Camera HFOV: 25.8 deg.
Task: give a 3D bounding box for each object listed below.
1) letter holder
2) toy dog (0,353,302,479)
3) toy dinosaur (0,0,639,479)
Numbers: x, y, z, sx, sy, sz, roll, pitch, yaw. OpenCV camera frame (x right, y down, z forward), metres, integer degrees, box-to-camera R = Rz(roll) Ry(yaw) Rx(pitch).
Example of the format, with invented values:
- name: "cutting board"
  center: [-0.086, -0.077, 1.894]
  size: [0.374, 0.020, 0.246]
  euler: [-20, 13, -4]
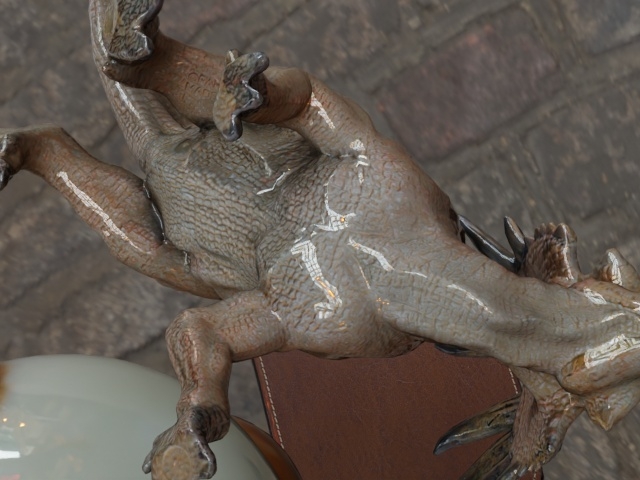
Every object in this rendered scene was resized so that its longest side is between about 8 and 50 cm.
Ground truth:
- name: "letter holder"
  center: [0.060, 0.150, 1.232]
  size: [0.214, 0.152, 0.301]
  euler: [-14, 51, -4]
- name: "toy dog"
  center: [-0.077, 0.210, 0.507]
  size: [0.408, 0.285, 0.395]
  euler: [54, 128, 48]
- name: "toy dinosaur"
  center: [0.000, 0.000, 0.512]
  size: [0.296, 0.200, 0.127]
  euler: [40, 106, 40]
